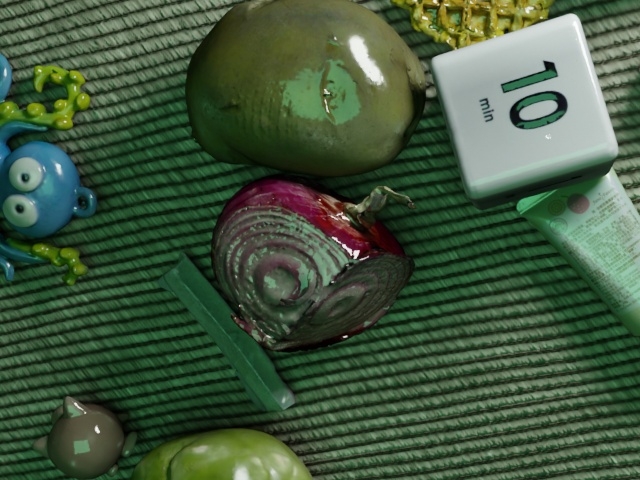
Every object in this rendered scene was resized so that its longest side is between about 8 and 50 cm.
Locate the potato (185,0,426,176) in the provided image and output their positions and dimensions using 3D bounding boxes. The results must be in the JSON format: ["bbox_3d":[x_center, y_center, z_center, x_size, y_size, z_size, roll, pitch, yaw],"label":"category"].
[{"bbox_3d":[-0.023,-0.212,1.349,0.327,0.221,0.243,10,102,12],"label":"potato"}]

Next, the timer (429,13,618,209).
[{"bbox_3d":[0.268,-0.162,1.311,0.195,0.194,0.192,-16,83,12],"label":"timer"}]

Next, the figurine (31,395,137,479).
[{"bbox_3d":[-0.369,0.314,1.566,0.138,0.125,0.125,30,105,-14],"label":"figurine"}]

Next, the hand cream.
[{"bbox_3d":[0.421,0.030,1.396,0.147,0.093,0.305,-36,92,9],"label":"hand cream"}]

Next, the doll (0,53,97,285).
[{"bbox_3d":[-0.493,-0.110,1.504,0.341,0.099,0.346,16,100,3],"label":"doll"}]

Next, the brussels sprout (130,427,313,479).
[{"bbox_3d":[-0.134,0.415,1.481,0.316,0.242,0.274,43,111,-5],"label":"brussels sprout"}]

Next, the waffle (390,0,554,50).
[{"bbox_3d":[0.212,-0.386,1.366,0.245,0.052,0.254,-42,91,16],"label":"waffle"}]

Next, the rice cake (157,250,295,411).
[{"bbox_3d":[-0.146,0.147,1.533,0.290,0.051,0.081,52,137,-3],"label":"rice cake"}]

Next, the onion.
[{"bbox_3d":[-0.021,0.016,1.386,0.272,0.256,0.230,-43,64,-4],"label":"onion"}]
